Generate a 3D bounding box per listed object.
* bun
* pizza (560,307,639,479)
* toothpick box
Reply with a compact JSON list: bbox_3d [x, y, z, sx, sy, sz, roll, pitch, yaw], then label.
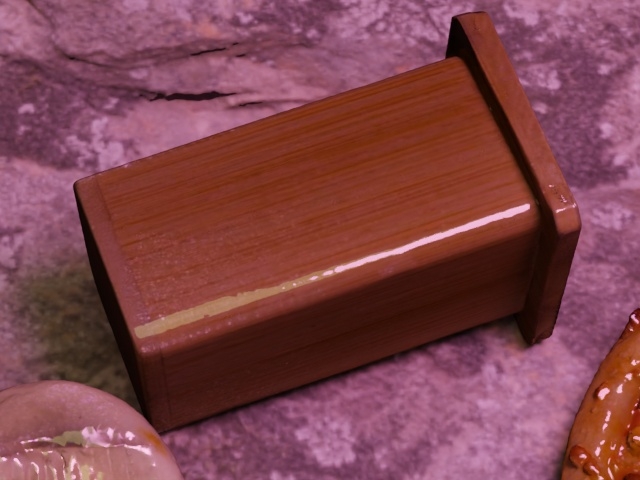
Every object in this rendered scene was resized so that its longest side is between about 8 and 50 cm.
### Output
[{"bbox_3d":[-0.192,0.200,1.159,0.229,0.145,0.229,2,85,-27],"label":"bun"},{"bbox_3d":[0.283,0.159,1.249,0.226,0.086,0.336,21,59,9],"label":"pizza"},{"bbox_3d":[0.000,0.000,1.267,0.308,0.187,0.190,-18,64,-10],"label":"toothpick box"}]
